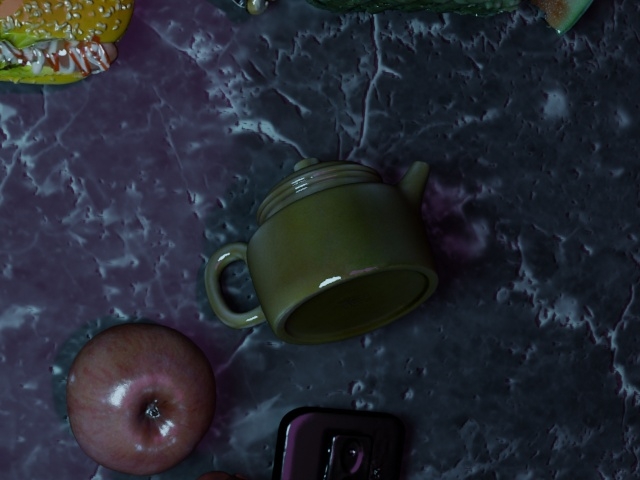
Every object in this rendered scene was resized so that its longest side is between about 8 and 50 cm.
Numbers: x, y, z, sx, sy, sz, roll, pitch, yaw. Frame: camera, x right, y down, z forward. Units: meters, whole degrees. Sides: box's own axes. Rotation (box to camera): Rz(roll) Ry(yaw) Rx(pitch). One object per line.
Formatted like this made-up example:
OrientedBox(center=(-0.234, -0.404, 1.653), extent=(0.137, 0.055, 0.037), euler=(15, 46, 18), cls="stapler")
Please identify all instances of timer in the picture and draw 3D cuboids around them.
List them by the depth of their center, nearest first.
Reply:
OrientedBox(center=(0.017, 0.278, 1.327), extent=(0.144, 0.055, 0.188), euler=(7, 89, -20), cls="timer")

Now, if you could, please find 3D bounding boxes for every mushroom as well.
OrientedBox(center=(-0.050, -0.279, 1.290), extent=(0.101, 0.019, 0.049), euler=(-62, 153, -26), cls="mushroom")

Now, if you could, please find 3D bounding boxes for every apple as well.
OrientedBox(center=(-0.177, 0.159, 1.217), extent=(0.153, 0.120, 0.154), euler=(-1, 93, -21), cls="apple")

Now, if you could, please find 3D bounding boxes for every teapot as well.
OrientedBox(center=(0.000, 0.000, 1.263), extent=(0.267, 0.185, 0.175), euler=(-23, 64, 9), cls="teapot")

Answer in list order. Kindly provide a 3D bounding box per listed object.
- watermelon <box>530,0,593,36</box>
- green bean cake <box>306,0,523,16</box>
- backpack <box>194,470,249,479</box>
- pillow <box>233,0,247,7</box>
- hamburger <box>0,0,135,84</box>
OrientedBox(center=(0.301, -0.363, 1.366), extent=(0.128, 0.146, 0.231), euler=(-22, 97, -19), cls="watermelon")
OrientedBox(center=(0.107, -0.363, 1.308), extent=(0.255, 0.132, 0.241), euler=(0, 88, -20), cls="green bean cake")
OrientedBox(center=(-0.106, 0.356, 1.235), extent=(0.229, 0.139, 0.229), euler=(-1, 100, -6), cls="backpack")
OrientedBox(center=(-0.136, -0.344, 1.242), extent=(0.208, 0.055, 0.141), euler=(26, 77, -34), cls="pillow")
OrientedBox(center=(-0.283, -0.235, 1.169), extent=(0.210, 0.116, 0.173), euler=(6, 87, -21), cls="hamburger")
